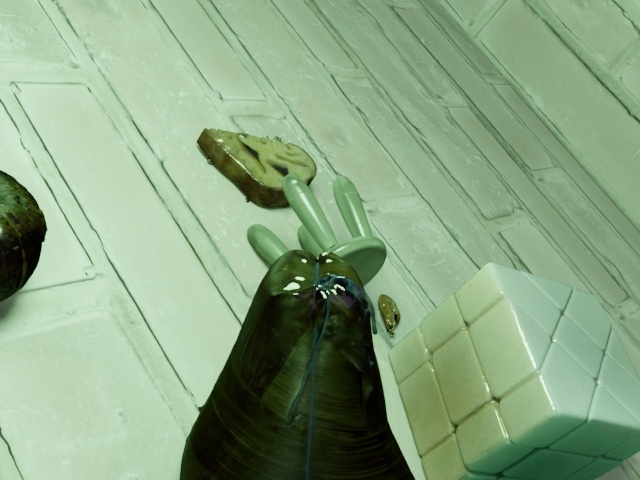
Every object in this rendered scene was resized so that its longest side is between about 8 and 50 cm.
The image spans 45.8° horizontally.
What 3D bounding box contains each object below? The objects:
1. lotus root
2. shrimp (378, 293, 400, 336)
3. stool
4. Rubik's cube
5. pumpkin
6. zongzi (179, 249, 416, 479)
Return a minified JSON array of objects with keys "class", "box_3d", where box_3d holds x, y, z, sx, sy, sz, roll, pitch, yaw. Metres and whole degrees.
[{"class":"lotus root","box_3d":[-0.120,-0.150,1.610,0.261,0.074,0.170,3,53,-42]},{"class":"shrimp","box_3d":[0.149,0.157,1.581,0.059,0.023,0.108,26,37,-36]},{"class":"stool","box_3d":[0.000,0.000,1.461,0.195,0.195,0.198,-1,48,-44]},{"class":"Rubik's cube","box_3d":[0.367,0.277,1.405,0.322,0.316,0.318,15,43,-32]},{"class":"pumpkin","box_3d":[-0.488,-0.016,1.022,0.238,0.159,0.238,22,40,-19]},{"class":"zongzi","box_3d":[0.066,0.236,1.029,0.432,0.403,0.208,20,25,-10]}]
